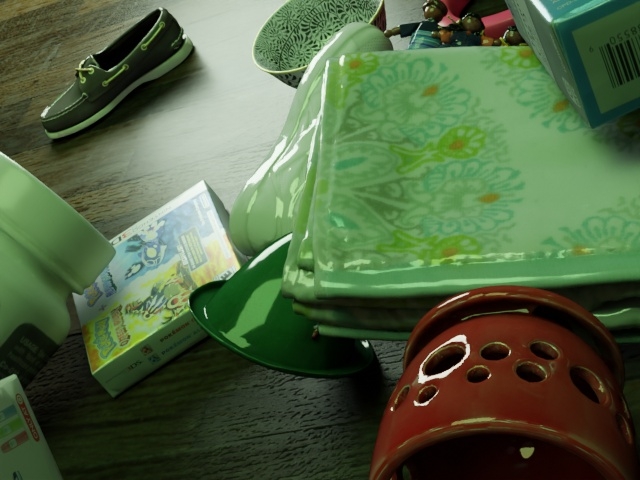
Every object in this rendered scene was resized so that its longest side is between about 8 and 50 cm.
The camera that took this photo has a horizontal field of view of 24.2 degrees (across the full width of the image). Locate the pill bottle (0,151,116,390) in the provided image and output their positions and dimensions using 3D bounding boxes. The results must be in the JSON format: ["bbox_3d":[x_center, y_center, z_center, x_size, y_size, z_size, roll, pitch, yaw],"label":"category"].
[{"bbox_3d":[-0.385,0.097,1.512,0.361,0.204,0.204,-51,37,-9],"label":"pill bottle"}]

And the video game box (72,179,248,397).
[{"bbox_3d":[-0.169,0.045,1.567,0.187,0.048,0.205,-35,35,5],"label":"video game box"}]

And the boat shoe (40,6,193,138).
[{"bbox_3d":[-0.278,-0.220,1.948,0.227,0.069,0.081,-35,35,0],"label":"boat shoe"}]

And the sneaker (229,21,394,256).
[{"bbox_3d":[0.044,-0.098,1.521,0.169,0.108,0.293,7,61,41],"label":"sneaker"}]

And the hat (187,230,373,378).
[{"bbox_3d":[0.000,0.000,1.318,0.173,0.184,0.208,27,19,18],"label":"hat"}]

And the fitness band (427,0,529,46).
[{"bbox_3d":[0.254,-0.295,1.619,0.290,0.054,0.209,-26,33,11],"label":"fitness band"}]

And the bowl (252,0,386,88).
[{"bbox_3d":[0.014,-0.222,1.700,0.170,0.080,0.170,-22,38,18],"label":"bowl"}]

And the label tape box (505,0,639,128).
[{"bbox_3d":[0.283,-0.256,1.297,0.249,0.115,0.348,-25,27,5],"label":"label tape box"}]

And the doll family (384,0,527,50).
[{"bbox_3d":[0.159,-0.187,1.509,0.076,0.193,0.111,115,173,-70],"label":"doll family"}]

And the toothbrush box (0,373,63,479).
[{"bbox_3d":[-0.365,0.270,1.302,0.283,0.206,0.122,-24,1,18],"label":"toothbrush box"}]

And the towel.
[{"bbox_3d":[0.168,-0.053,1.276,0.374,0.090,0.321,0,45,8],"label":"towel"}]

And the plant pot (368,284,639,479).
[{"bbox_3d":[0.136,0.138,1.084,0.191,0.191,0.174,-17,36,24],"label":"plant pot"}]
